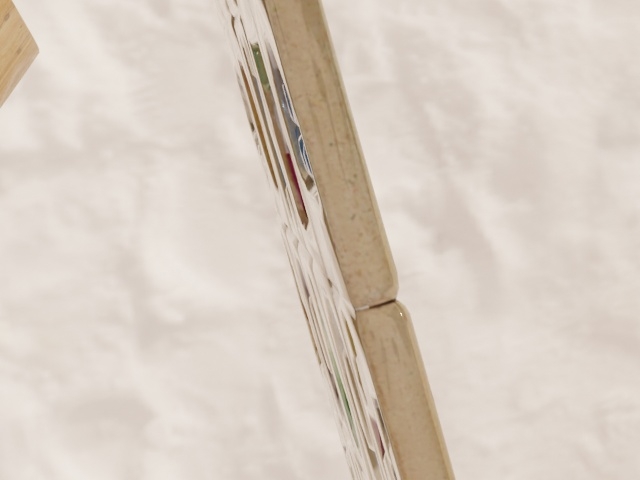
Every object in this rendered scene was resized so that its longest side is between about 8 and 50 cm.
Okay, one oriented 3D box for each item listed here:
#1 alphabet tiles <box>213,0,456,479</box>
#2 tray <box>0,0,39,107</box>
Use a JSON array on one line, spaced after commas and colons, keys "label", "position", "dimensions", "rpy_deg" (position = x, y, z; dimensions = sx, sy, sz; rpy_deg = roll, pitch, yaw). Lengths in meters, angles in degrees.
[{"label": "alphabet tiles", "position": [0.000, 0.000, 0.457], "dimensions": [0.011, 0.285, 0.342], "rpy_deg": [-16, 95, -2]}, {"label": "tray", "position": [-0.298, 0.039, 0.663], "dimensions": [0.203, 0.076, 0.411], "rpy_deg": [29, 75, 16]}]
